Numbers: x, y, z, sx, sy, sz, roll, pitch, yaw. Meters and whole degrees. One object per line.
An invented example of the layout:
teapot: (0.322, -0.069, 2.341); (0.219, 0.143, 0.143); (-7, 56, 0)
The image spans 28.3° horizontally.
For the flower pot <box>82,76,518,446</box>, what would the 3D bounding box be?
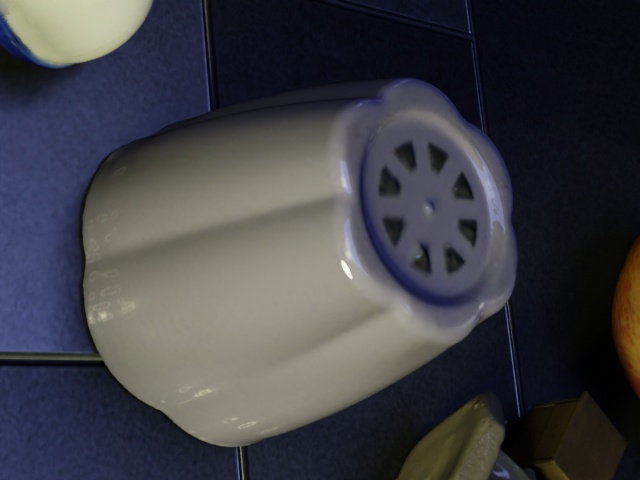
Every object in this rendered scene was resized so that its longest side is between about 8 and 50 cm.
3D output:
flower pot: (0.000, 0.000, 0.918); (0.265, 0.243, 0.265); (17, 63, -39)

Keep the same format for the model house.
model house: (0.123, 0.261, 1.024); (0.188, 0.122, 0.229); (51, 47, -20)

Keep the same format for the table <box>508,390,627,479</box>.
table: (0.214, 0.195, 1.150); (0.070, 0.082, 0.083); (50, 50, -19)

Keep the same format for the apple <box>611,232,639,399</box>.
apple: (0.390, 0.083, 1.288); (0.293, 0.163, 0.251); (60, 36, -28)

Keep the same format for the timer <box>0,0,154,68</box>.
timer: (-0.126, -0.293, 0.921); (0.270, 0.270, 0.383); (41, 68, -25)
